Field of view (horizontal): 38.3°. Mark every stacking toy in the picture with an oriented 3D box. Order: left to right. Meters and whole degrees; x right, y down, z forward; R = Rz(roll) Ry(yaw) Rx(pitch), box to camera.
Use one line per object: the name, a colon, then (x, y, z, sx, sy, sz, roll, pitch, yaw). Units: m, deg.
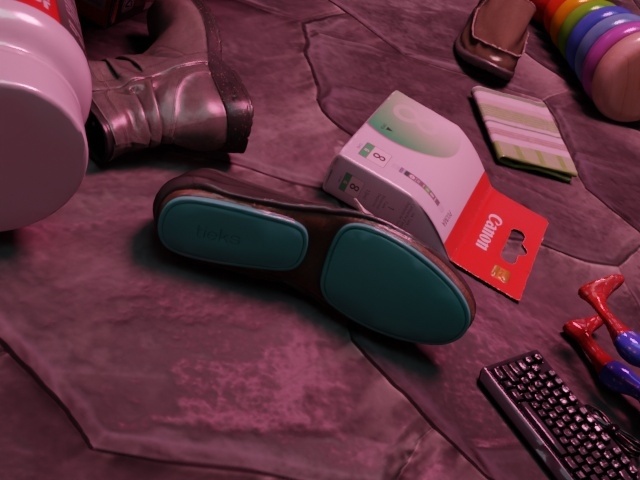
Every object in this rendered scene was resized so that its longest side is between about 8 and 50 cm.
stacking toy: (0.407, -0.320, 1.392, 0.141, 0.141, 0.330, 7, 36, -25)

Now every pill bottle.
pill bottle: (-0.270, -0.151, 0.733, 0.161, 0.161, 0.283, 4, 41, -28)

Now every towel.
towel: (0.251, -0.134, 1.156, 0.113, 0.023, 0.152, 11, 41, -16)

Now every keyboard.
keyboard: (0.220, 0.164, 0.763, 0.108, 0.023, 0.180, -7, 48, -38)

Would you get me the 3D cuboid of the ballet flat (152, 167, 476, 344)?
ballet flat: (0.000, 0.000, 0.776, 0.281, 0.095, 0.096, 22, 24, -6)

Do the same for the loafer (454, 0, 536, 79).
loafer: (0.254, -0.313, 1.317, 0.094, 0.087, 0.251, 22, 36, -5)

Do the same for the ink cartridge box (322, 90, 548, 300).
ink cartridge box: (0.135, -0.054, 0.956, 0.225, 0.056, 0.181, 29, 36, 7)

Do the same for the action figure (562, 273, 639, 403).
action figure: (0.343, 0.146, 0.789, 0.139, 0.091, 0.280, -12, 48, -15)

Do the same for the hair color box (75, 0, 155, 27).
hair color box: (-0.209, -0.293, 1.023, 0.043, 0.072, 0.141, 30, 37, 6)

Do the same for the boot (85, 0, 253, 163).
boot: (-0.175, -0.169, 0.889, 0.161, 0.083, 0.246, -4, 44, -27)
